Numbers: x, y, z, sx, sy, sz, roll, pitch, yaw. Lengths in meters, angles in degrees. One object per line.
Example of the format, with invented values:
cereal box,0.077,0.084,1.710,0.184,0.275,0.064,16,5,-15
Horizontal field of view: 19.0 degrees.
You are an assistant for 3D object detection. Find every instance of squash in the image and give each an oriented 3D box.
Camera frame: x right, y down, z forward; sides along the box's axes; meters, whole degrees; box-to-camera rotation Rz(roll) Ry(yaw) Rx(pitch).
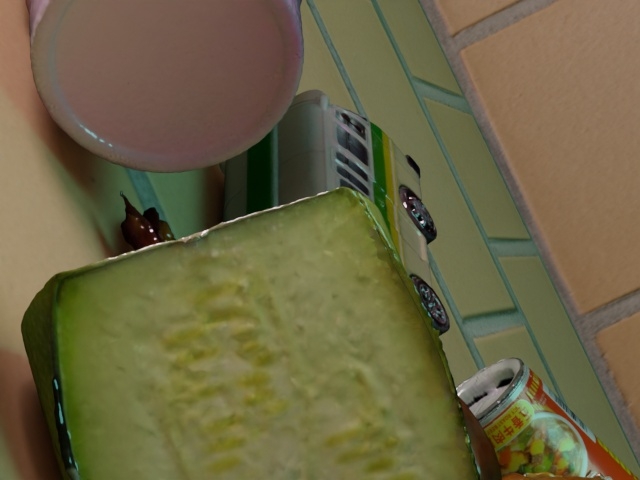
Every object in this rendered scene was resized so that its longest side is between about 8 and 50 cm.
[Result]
squash,-0.021,0.167,1.123,0.210,0.233,0.309,95,-24,-64

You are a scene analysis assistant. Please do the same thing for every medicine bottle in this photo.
medicine bottle,-0.123,-0.235,1.488,0.219,0.219,0.388,55,16,-32

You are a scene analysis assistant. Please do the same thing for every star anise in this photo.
star anise,-0.103,0.052,1.379,0.157,0.053,0.212,54,15,-35

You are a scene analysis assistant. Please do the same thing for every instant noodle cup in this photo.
instant noodle cup,0.224,0.246,2.029,0.212,0.193,0.193,52,16,-13

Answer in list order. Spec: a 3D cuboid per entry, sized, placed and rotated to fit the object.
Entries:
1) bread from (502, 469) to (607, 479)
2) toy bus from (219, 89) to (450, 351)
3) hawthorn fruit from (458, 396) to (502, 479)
bread,0.142,0.270,1.512,0.268,0.268,0.145,39,39,-61
toy bus,0.000,0.000,1.668,0.179,0.143,0.305,47,22,-26
hawthorn fruit,0.021,0.187,1.356,0.251,0.199,0.199,116,-48,-73
